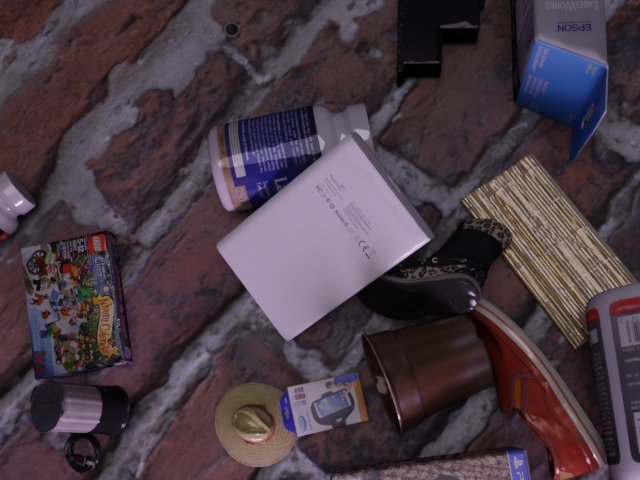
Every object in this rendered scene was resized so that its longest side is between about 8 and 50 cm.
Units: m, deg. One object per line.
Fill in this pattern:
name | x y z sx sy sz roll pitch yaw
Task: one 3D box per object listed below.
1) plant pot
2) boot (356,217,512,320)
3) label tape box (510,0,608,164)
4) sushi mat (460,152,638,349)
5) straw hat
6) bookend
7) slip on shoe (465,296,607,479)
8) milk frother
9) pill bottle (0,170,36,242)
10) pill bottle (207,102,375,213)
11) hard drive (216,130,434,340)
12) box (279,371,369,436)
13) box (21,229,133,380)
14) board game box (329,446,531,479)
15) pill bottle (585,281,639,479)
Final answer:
plant pot | 0.169 0.197 1.282 0.165 0.167 0.167 -19 76 -7
boot | 0.186 0.044 1.342 0.236 0.085 0.178 -5 31 43
label tape box | 0.375 -0.324 1.321 0.115 0.249 0.348 2 78 6
sushi mat | 0.388 0.015 1.363 0.151 0.019 0.317 -35 76 -3
straw hat | -0.110 0.298 1.332 0.144 0.061 0.145 -1 77 6
bookend | 0.212 -0.356 1.438 0.157 0.072 0.156 0 78 5
slip on shoe | 0.314 0.224 1.278 0.101 0.123 0.331 -34 81 2
milk frother | -0.402 0.302 1.324 0.129 0.134 0.143 -11 71 36
pill bottle | -0.601 -0.033 1.435 0.193 0.108 0.108 -38 76 -3
pill bottle | -0.044 -0.143 1.376 0.264 0.153 0.153 -12 76 4
hard drive | 0.000 0.000 1.308 0.307 0.040 0.203 -38 88 26
box | 0.004 0.267 1.331 0.136 0.028 0.081 -11 76 -10
box | -0.421 0.112 1.415 0.159 0.044 0.233 -13 77 4
board game box | 0.175 0.444 1.227 0.290 0.141 0.232 -9 77 4
pill bottle | 0.509 0.249 1.174 0.210 0.210 0.363 -4 74 5
